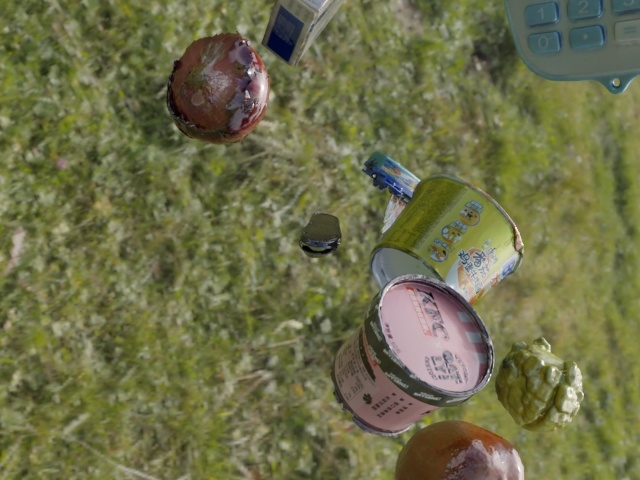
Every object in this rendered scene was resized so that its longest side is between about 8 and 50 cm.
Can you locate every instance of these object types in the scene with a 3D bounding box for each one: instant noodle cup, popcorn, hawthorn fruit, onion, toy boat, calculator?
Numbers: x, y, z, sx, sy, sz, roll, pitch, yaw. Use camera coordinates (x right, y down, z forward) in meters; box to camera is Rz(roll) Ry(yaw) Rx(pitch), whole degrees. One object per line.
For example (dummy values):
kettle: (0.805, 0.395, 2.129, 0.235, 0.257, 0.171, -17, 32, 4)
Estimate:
instant noodle cup: (0.176, 0.021, 1.475, 0.153, 0.205, 0.205, -43, 113, -29)
popcorn: (0.393, 0.261, 1.797, 0.173, 0.142, 0.173, 168, -90, -84)
hawthorn fruit: (0.194, 0.362, 1.528, 0.199, 0.251, 0.199, -8, 109, -25)
onion: (-0.152, -0.237, 1.584, 0.147, 0.184, 0.184, 2, 75, -63)
toy boat: (0.127, -0.061, 1.642, 0.175, 0.091, 0.110, 33, 93, -31)
calculator: (0.301, -0.347, 1.042, 0.054, 0.256, 0.386, -12, 99, -52)

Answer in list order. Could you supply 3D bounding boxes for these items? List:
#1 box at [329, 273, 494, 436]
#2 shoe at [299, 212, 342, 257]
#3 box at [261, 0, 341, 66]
box: (0.092, 0.134, 1.103, 0.151, 0.135, 0.151, 21, 45, -23)
shoe: (0.000, 0.000, 1.505, 0.159, 0.062, 0.053, -75, 180, -70)
box: (0.050, -0.414, 1.367, 0.065, 0.200, 0.343, 36, 74, -2)
